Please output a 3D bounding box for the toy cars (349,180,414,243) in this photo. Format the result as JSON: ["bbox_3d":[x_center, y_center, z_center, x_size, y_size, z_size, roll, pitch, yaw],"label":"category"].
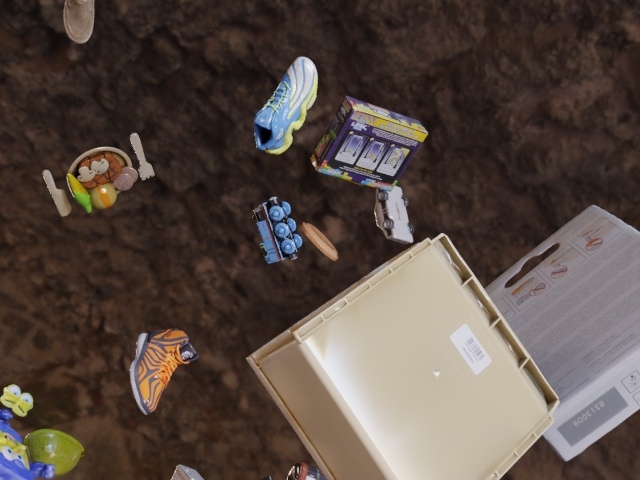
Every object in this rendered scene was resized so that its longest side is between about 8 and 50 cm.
[{"bbox_3d":[0.137,-0.150,2.253,0.087,0.176,0.394,-34,-86,39],"label":"toy cars"}]

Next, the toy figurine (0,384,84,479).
[{"bbox_3d":[-0.574,0.405,1.382,0.363,0.191,0.217,56,-2,-39],"label":"toy figurine"}]

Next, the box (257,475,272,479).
[{"bbox_3d":[-0.151,0.583,1.582,0.156,0.158,0.093,-120,-168,-68],"label":"box"}]

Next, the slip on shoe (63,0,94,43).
[{"bbox_3d":[-0.407,-0.404,1.325,0.051,0.136,0.041,9,12,-17],"label":"slip on shoe"}]

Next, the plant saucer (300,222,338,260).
[{"bbox_3d":[0.000,0.000,1.296,0.083,0.013,0.083,44,8,-7],"label":"plant saucer"}]

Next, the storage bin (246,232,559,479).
[{"bbox_3d":[0.105,0.164,0.902,0.262,0.260,0.123,56,-33,3],"label":"storage bin"}]

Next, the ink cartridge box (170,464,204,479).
[{"bbox_3d":[-0.345,0.644,1.944,0.056,0.135,0.099,28,-5,-31],"label":"ink cartridge box"}]

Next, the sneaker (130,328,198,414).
[{"bbox_3d":[-0.469,0.376,2.370,0.180,0.321,0.125,-15,-51,4],"label":"sneaker"}]

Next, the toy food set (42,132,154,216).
[{"bbox_3d":[-0.403,-0.113,1.442,0.038,0.192,0.132,51,-20,37],"label":"toy food set"}]

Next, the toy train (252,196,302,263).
[{"bbox_3d":[-0.124,-0.027,2.172,0.105,0.080,0.184,-16,-80,23],"label":"toy train"}]

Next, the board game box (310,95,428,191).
[{"bbox_3d":[0.088,-0.173,1.427,0.170,0.048,0.141,13,-58,-31],"label":"board game box"}]

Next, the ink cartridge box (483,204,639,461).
[{"bbox_3d":[0.403,0.120,1.206,0.091,0.308,0.385,48,8,-19],"label":"ink cartridge box"}]

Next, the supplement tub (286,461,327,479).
[{"bbox_3d":[0.019,0.582,1.762,0.197,0.106,0.106,25,-22,-10],"label":"supplement tub"}]

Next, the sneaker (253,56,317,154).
[{"bbox_3d":[-0.084,-0.304,1.798,0.091,0.240,0.126,26,22,16],"label":"sneaker"}]
